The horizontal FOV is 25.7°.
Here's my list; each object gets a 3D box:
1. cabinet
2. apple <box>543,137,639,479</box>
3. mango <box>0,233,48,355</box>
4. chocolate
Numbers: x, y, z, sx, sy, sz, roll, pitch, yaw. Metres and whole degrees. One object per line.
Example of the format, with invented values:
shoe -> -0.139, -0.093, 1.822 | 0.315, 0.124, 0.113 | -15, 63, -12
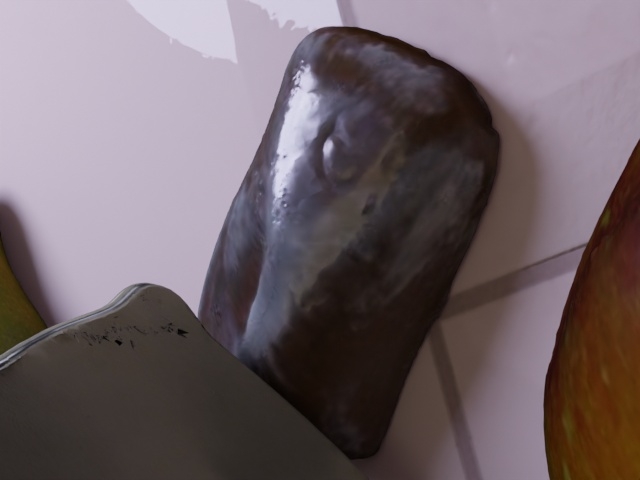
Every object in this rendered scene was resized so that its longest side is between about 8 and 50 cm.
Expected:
cabinet -> -0.125, 0.250, 0.795 | 0.290, 0.227, 0.318 | 42, 120, 10
apple -> 0.269, 0.060, 0.454 | 0.374, 0.374, 0.384 | 51, 133, 28
mango -> -0.264, 0.087, 1.030 | 0.146, 0.129, 0.289 | -50, 53, 29
chocolate -> -0.002, -0.001, 0.848 | 0.157, 0.080, 0.254 | 32, 108, 35
